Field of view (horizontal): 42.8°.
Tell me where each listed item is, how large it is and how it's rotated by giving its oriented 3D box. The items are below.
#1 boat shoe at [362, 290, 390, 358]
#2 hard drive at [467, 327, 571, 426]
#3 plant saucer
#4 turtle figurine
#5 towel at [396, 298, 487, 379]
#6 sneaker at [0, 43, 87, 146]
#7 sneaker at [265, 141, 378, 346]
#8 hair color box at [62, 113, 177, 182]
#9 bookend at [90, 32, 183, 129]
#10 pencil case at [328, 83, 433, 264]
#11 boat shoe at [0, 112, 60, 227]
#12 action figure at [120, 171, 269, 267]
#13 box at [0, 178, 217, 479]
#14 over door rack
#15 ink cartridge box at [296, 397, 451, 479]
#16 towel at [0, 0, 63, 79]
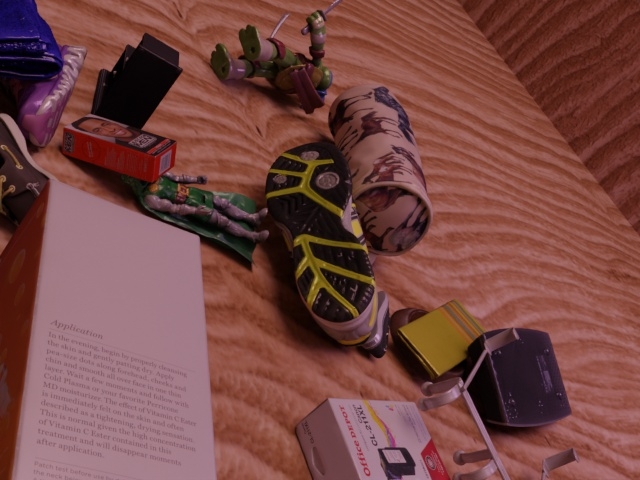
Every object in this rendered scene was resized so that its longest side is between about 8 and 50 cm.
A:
[{"bbox_3d":[0.091,0.136,1.316,0.040,0.049,0.142,54,27,-21],"label":"boat shoe"},{"bbox_3d":[0.350,0.242,1.432,0.254,0.054,0.172,7,64,-50],"label":"hard drive"},{"bbox_3d":[0.191,0.178,1.396,0.168,0.029,0.168,30,33,-22],"label":"plant saucer"},{"bbox_3d":[-0.085,-0.404,1.652,0.198,0.275,0.266,21,18,37],"label":"turtle figurine"},{"bbox_3d":[0.213,0.164,1.393,0.102,0.021,0.237,49,30,16],"label":"towel"},{"bbox_3d":[-0.399,-0.216,1.132,0.104,0.095,0.236,23,30,-20],"label":"sneaker"},{"bbox_3d":[0.000,0.000,1.298,0.147,0.145,0.385,77,3,-50],"label":"sneaker"},{"bbox_3d":[-0.281,-0.131,1.145,0.141,0.043,0.072,17,28,9],"label":"hair color box"},{"bbox_3d":[-0.280,-0.260,1.256,0.072,0.157,0.156,27,34,-27],"label":"bookend"},{"bbox_3d":[0.100,-0.141,1.552,0.160,0.183,0.410,34,28,-25],"label":"pencil case"},{"bbox_3d":[-0.371,-0.067,0.977,0.068,0.081,0.228,-8,50,-51],"label":"boat shoe"},{"bbox_3d":[-0.186,-0.055,1.208,0.232,0.063,0.137,21,39,-28],"label":"action figure"},{"bbox_3d":[-0.223,0.152,0.730,0.168,0.215,0.345,24,34,-30],"label":"box"},{"bbox_3d":[0.256,0.290,1.198,0.324,0.108,0.239,-18,82,-61],"label":"over door rack"},{"bbox_3d":[0.070,0.280,1.068,0.175,0.072,0.127,13,42,-43],"label":"ink cartridge box"},{"bbox_3d":[-0.489,-0.327,1.089,0.227,0.076,0.308,-5,45,-31],"label":"towel"}]
